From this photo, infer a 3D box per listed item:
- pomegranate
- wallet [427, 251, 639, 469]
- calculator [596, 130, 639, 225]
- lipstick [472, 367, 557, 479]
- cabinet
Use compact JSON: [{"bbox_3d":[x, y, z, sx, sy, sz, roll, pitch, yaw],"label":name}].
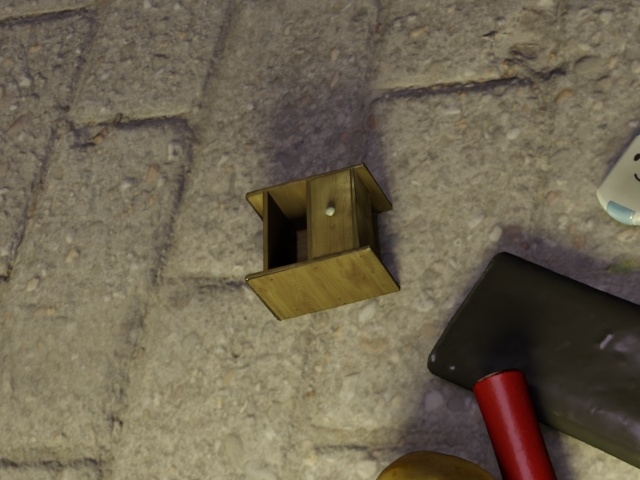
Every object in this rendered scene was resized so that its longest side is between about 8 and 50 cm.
[{"bbox_3d":[0.151,0.398,1.720,0.233,0.233,0.233,-13,55,19],"label":"pomegranate"},{"bbox_3d":[0.372,0.170,1.863,0.406,0.062,0.228,22,71,36],"label":"wallet"},{"bbox_3d":[0.516,-0.111,1.990,0.121,0.039,0.210,30,75,36],"label":"calculator"},{"bbox_3d":[0.277,0.298,1.777,0.080,0.080,0.241,-21,67,13],"label":"lipstick"},{"bbox_3d":[0.000,0.000,2.101,0.215,0.148,0.174,-14,54,17],"label":"cabinet"}]
